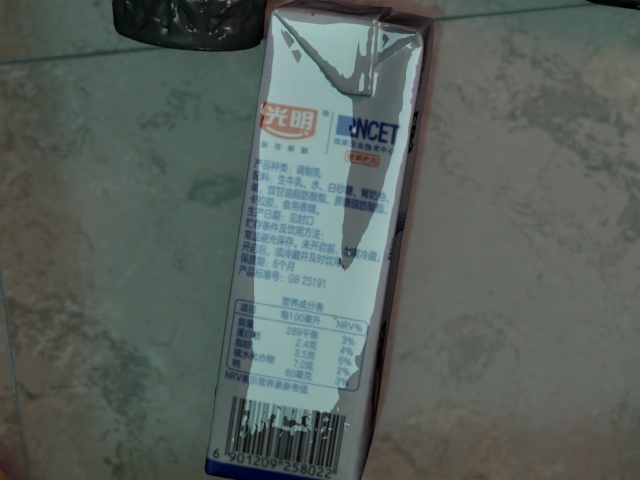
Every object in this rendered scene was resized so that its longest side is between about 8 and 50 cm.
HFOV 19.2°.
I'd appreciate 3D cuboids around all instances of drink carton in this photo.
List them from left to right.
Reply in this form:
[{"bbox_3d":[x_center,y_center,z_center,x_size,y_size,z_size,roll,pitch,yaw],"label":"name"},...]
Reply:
[{"bbox_3d":[0.000,0.000,1.253,0.106,0.130,0.315,9,102,4],"label":"drink carton"}]

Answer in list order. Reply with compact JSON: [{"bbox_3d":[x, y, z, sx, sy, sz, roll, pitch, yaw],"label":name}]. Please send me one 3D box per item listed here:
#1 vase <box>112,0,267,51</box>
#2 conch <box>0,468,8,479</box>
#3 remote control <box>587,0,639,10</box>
[{"bbox_3d":[-0.064,-0.273,1.201,0.251,0.156,0.301,21,112,39],"label":"vase"},{"bbox_3d":[-0.291,0.223,1.349,0.158,0.127,0.255,-28,121,-18],"label":"conch"},{"bbox_3d":[0.257,-0.211,1.221,0.296,0.056,0.140,9,99,6],"label":"remote control"}]
